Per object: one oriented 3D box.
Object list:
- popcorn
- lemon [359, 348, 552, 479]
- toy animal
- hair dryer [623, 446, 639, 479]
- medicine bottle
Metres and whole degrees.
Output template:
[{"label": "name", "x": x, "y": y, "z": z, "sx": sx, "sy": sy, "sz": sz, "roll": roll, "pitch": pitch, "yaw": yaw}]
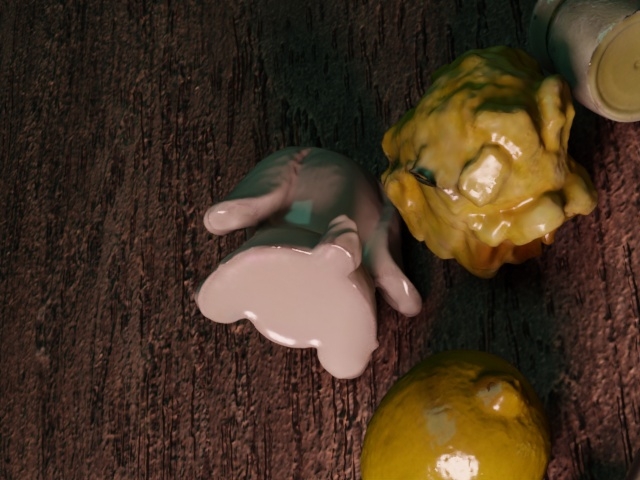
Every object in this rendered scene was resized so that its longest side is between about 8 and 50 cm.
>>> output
[{"label": "popcorn", "x": 0.181, "y": -0.088, "z": 1.949, "sx": 0.286, "sy": 0.215, "sz": 0.252, "roll": 136, "pitch": 122, "yaw": -75}, {"label": "lemon", "x": 0.133, "y": 0.214, "z": 1.805, "sx": 0.248, "sy": 0.184, "sz": 0.184, "roll": -50, "pitch": 34, "yaw": 34}, {"label": "toy animal", "x": 0.000, "y": 0.000, "z": 2.096, "sx": 0.206, "sy": 0.271, "sz": 0.265, "roll": -62, "pitch": 4, "yaw": 36}, {"label": "hair dryer", "x": 0.331, "y": 0.220, "z": 1.688, "sx": 0.195, "sy": 0.078, "sz": 0.248, "roll": 9, "pitch": 63, "yaw": 47}, {"label": "medicine bottle", "x": 0.320, "y": -0.219, "z": 1.965, "sx": 0.147, "sy": 0.147, "sz": 0.143, "roll": -48, "pitch": 36, "yaw": 6}]
